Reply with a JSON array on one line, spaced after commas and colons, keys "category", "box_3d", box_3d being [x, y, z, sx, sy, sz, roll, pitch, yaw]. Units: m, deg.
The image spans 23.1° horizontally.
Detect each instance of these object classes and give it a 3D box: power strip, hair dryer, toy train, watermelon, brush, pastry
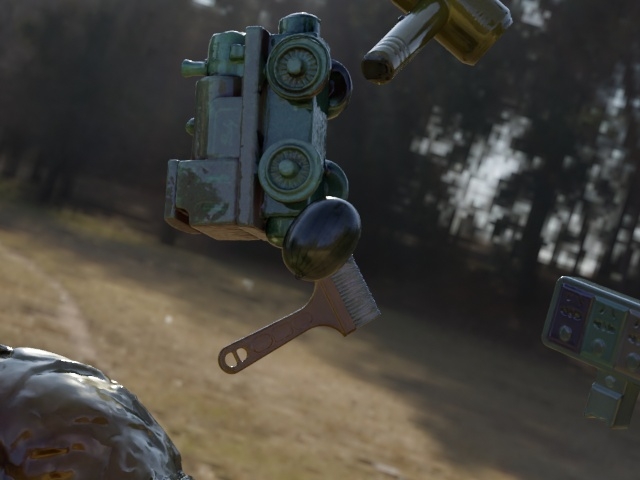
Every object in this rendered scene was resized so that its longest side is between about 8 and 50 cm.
[{"category": "power strip", "box_3d": [0.345, 0.138, 1.768, 0.061, 0.145, 0.216, 8, 12, -45]}, {"category": "hair dryer", "box_3d": [0.126, -0.243, 1.854, 0.135, 0.090, 0.278, 43, 37, -1]}, {"category": "toy train", "box_3d": [-0.079, -0.140, 1.997, 0.222, 0.304, 0.150, 0, -11, 18]}, {"category": "watermelon", "box_3d": [0.000, 0.000, 1.794, 0.078, 0.110, 0.078, 36, -17, 13]}, {"category": "brush", "box_3d": [-0.036, 0.120, 2.246, 0.272, 0.103, 0.013, -27, 3, -29]}, {"category": "pastry", "box_3d": [-0.255, 0.297, 1.327, 0.410, 0.409, 0.245, 18, -3, 17]}]
